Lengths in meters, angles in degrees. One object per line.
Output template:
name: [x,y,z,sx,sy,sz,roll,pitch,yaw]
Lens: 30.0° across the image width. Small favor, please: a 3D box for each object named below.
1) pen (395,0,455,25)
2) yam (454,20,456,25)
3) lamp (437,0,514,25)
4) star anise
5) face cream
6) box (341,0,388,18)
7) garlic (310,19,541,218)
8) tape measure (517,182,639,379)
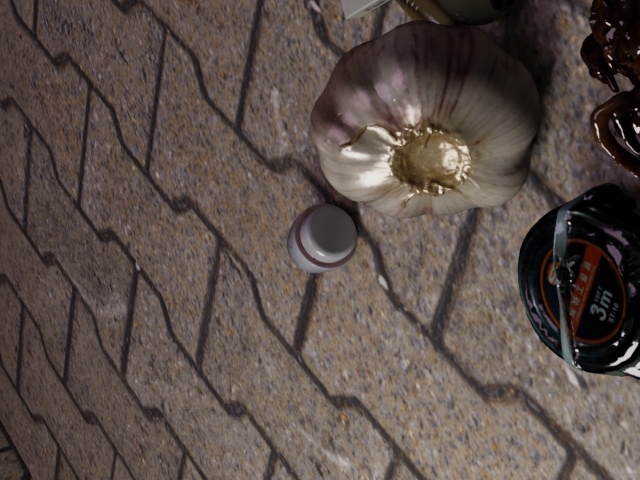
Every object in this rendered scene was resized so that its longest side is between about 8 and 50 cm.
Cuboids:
pen: [0.076,-0.305,1.384,0.233,0.032,0.040,48,159,31]
yam: [0.151,-0.287,1.333,0.021,0.021,0.116,43,137,40]
lamp: [0.137,-0.284,1.285,0.163,0.091,0.091,23,121,46]
star anise: [0.297,-0.131,1.042,0.190,0.125,0.220,81,165,-56]
face cream: [0.000,0.000,1.613,0.095,0.091,0.091,-38,70,64]
box: [0.042,-0.394,1.450,0.122,0.032,0.220,-16,89,58]
garlic: [0.112,-0.150,1.315,0.253,0.245,0.245,-92,12,-54]
tape measure: [0.286,0.038,1.178,0.181,0.107,0.182,41,134,38]
